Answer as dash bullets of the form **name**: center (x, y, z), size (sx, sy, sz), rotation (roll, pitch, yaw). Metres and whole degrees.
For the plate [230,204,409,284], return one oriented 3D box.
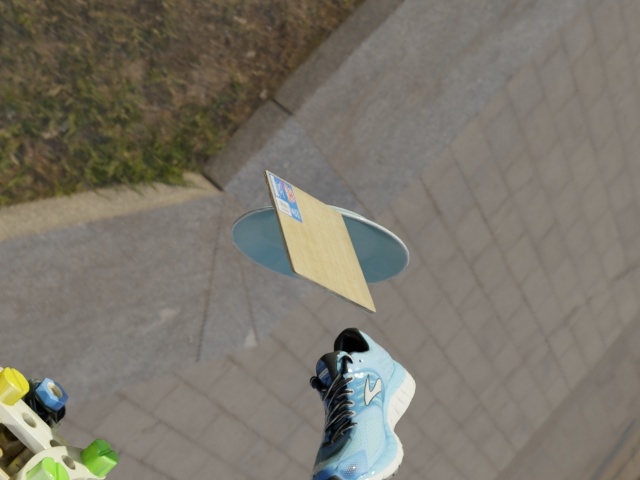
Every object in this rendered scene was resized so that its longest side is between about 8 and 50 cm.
- **plate**: center (0.000, 0.000, 1.030), size (0.188, 0.188, 0.024), rotation (45, 49, -52)

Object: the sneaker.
- **sneaker**: center (0.014, 0.113, 0.656), size (0.063, 0.162, 0.073), rotation (-31, 104, 20)

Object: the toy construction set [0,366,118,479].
- **toy construction set**: center (-0.294, 0.146, 0.821), size (0.151, 0.215, 0.328), rotation (-28, 100, 6)

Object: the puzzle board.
- **puzzle board**: center (-0.003, 0.002, 0.854), size (0.096, 0.128, 0.011), rotation (28, 119, -37)
